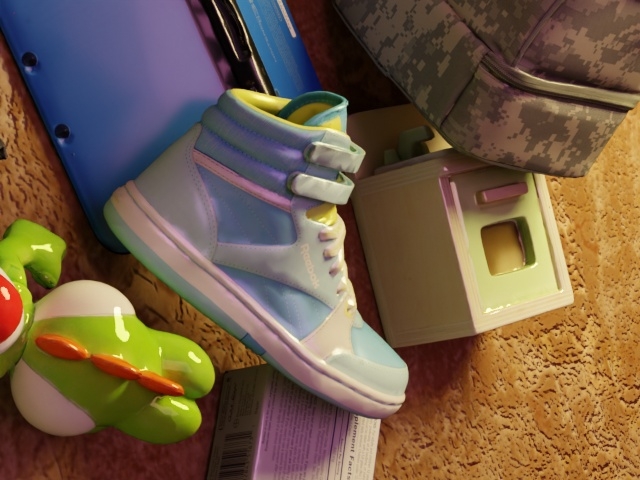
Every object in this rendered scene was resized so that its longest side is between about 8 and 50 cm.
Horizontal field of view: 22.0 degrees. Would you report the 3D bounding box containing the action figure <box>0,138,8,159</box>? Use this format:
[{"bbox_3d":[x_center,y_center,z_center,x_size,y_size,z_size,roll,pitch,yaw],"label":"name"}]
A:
[{"bbox_3d":[-0.312,-0.194,1.255,0.164,0.141,0.276,-2,84,-37],"label":"action figure"}]

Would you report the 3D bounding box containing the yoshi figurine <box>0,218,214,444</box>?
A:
[{"bbox_3d":[-0.264,0.068,1.255,0.362,0.203,0.203,24,25,-20],"label":"yoshi figurine"}]

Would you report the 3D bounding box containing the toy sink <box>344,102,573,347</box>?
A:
[{"bbox_3d":[0.134,-0.029,1.605,0.153,0.131,0.234,-12,89,-42],"label":"toy sink"}]

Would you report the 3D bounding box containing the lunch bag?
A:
[{"bbox_3d":[0.190,-0.239,1.536,0.212,0.256,0.305,7,36,-35],"label":"lunch bag"}]

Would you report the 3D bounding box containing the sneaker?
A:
[{"bbox_3d":[0.000,0.000,1.384,0.319,0.127,0.208,38,95,-25],"label":"sneaker"}]

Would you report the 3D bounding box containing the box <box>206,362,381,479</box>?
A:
[{"bbox_3d":[-0.023,0.188,1.465,0.137,0.072,0.126,23,66,-35],"label":"box"}]

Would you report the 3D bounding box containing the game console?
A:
[{"bbox_3d":[-0.135,-0.171,1.474,0.293,0.173,0.250,67,18,-9],"label":"game console"}]
